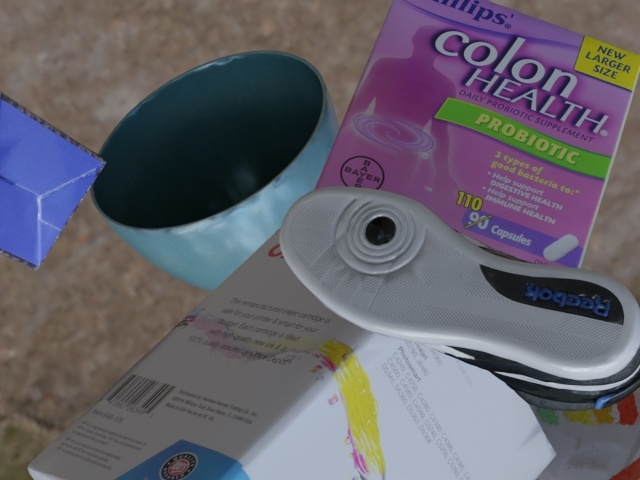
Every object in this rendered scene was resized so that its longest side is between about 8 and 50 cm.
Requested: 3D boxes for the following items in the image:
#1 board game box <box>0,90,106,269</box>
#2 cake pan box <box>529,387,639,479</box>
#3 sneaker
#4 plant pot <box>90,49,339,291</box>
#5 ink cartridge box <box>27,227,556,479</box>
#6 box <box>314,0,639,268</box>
[{"bbox_3d":[-0.410,-0.123,1.847,0.141,0.291,0.232,-57,154,-2],"label":"board game box"},{"bbox_3d":[0.195,0.206,1.385,0.070,0.245,0.267,43,58,-35],"label":"cake pan box"},{"bbox_3d":[0.083,0.045,1.022,0.079,0.217,0.121,-63,156,-15],"label":"sneaker"},{"bbox_3d":[-0.090,-0.048,2.042,0.290,0.290,0.195,-34,127,-7],"label":"plant pot"},{"bbox_3d":[-0.015,0.154,1.255,0.270,0.198,0.197,-44,119,-24],"label":"ink cartridge box"},{"bbox_3d":[0.123,-0.066,1.460,0.117,0.213,0.243,105,6,-58],"label":"box"}]
